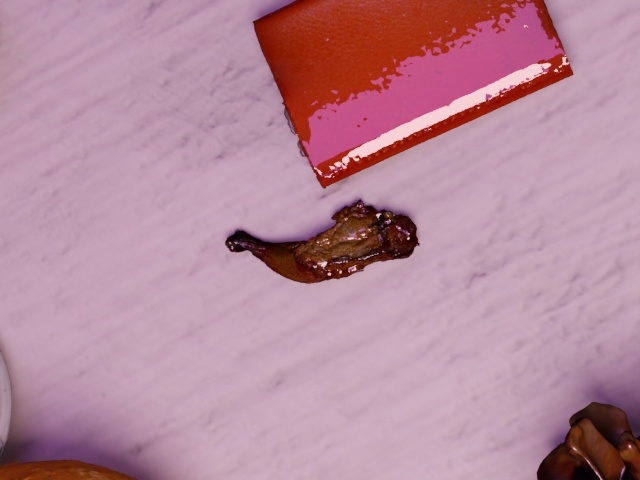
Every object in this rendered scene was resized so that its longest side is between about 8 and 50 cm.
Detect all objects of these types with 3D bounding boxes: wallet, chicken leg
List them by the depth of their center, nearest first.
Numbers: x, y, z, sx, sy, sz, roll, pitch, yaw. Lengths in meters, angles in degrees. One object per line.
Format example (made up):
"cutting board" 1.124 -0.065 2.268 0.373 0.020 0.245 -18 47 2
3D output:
"wallet" 0.065 -0.141 1.033 0.204 0.045 0.142 -24 77 9
"chicken leg" 0.000 0.004 1.040 0.145 0.037 0.062 -13 59 11

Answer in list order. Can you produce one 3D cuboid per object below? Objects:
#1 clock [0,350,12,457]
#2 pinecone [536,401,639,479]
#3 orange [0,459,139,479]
"clock" -0.348 0.144 1.079 0.236 0.053 0.236 -1 60 2
"pinecone" 0.221 0.197 0.887 0.202 0.201 0.229 -1 59 0
"orange" -0.182 0.270 0.954 0.246 0.246 0.246 -1 84 14
